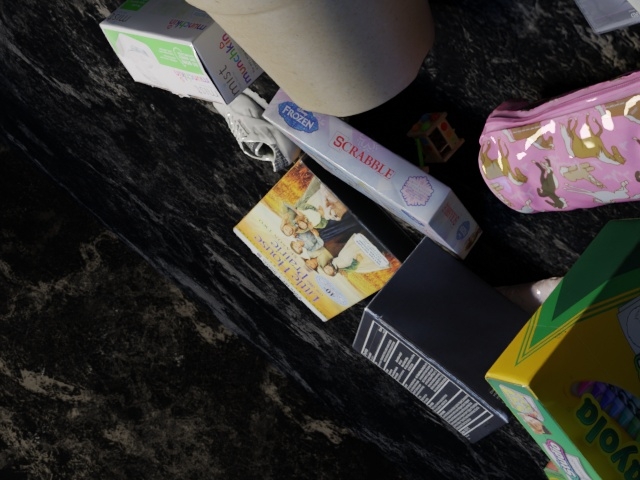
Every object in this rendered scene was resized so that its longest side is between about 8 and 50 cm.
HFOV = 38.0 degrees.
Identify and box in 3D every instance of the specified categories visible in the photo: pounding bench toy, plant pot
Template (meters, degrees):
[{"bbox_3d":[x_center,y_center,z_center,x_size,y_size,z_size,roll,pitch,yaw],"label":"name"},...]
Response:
[{"bbox_3d":[0.166,-0.151,1.428,0.065,0.083,0.052,52,157,-24],"label":"pounding bench toy"},{"bbox_3d":[-0.006,-0.327,1.145,0.333,0.334,0.305,26,164,38],"label":"plant pot"}]

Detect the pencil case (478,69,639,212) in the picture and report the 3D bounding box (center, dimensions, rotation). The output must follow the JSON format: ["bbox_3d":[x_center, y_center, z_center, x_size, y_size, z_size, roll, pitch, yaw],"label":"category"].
[{"bbox_3d":[0.342,-0.122,1.071,0.386,0.160,0.167,-12,100,65],"label":"pencil case"}]

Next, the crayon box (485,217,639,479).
[{"bbox_3d":[0.443,0.206,1.288,0.363,0.313,0.106,50,158,-17],"label":"crayon box"}]

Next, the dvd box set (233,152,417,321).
[{"bbox_3d":[0.000,0.000,1.954,0.307,0.062,0.420,46,150,-4],"label":"dvd box set"}]

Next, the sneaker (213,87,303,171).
[{"bbox_3d":[-0.136,-0.223,1.814,0.235,0.095,0.090,34,159,26],"label":"sneaker"}]

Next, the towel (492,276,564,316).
[{"bbox_3d":[0.434,0.192,1.638,0.317,0.053,0.332,46,158,-10],"label":"towel"}]

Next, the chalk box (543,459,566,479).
[{"bbox_3d":[0.543,0.459,1.832,0.132,0.132,0.213,12,142,53],"label":"chalk box"}]

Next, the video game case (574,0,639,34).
[{"bbox_3d":[0.287,-0.343,0.939,0.274,0.026,0.196,52,157,-18],"label":"video game case"}]

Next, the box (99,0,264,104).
[{"bbox_3d":[-0.174,-0.345,1.465,0.262,0.231,0.127,23,151,44],"label":"box"}]

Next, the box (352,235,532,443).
[{"bbox_3d":[0.229,0.181,1.636,0.294,0.183,0.296,37,164,9],"label":"box"}]

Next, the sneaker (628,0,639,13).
[{"bbox_3d":[0.398,-0.229,0.812,0.350,0.131,0.148,32,145,-11],"label":"sneaker"}]

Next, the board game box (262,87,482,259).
[{"bbox_3d":[0.095,-0.103,1.504,0.318,0.066,0.318,35,-178,20],"label":"board game box"}]
